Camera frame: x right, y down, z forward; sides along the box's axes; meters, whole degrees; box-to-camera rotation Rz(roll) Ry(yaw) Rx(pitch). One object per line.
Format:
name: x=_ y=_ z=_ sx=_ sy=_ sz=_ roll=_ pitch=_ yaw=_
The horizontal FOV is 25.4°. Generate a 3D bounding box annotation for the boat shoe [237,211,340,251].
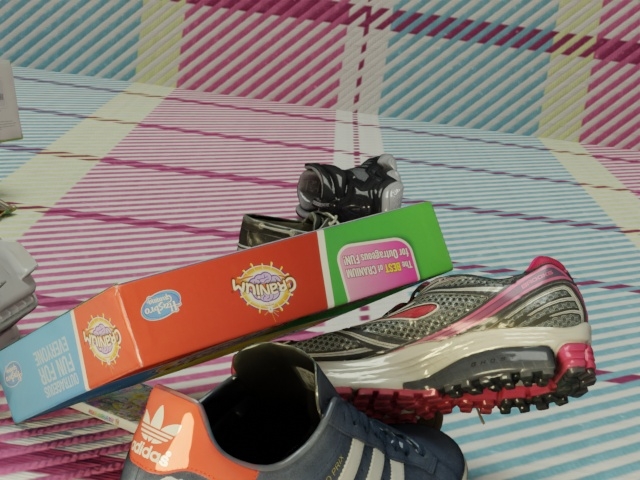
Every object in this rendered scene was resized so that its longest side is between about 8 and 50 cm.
boat shoe: x=0.000 y=0.000 z=1.871 sx=0.219 sy=0.070 sz=0.078 roll=3 pitch=13 yaw=-20

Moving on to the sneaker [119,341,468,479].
sneaker: x=0.000 y=0.145 z=1.035 sx=0.131 sy=0.148 sz=0.350 roll=16 pitch=13 yaw=36

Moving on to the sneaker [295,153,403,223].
sneaker: x=0.039 y=-0.084 z=2.194 sx=0.153 sy=0.101 sz=0.268 roll=9 pitch=15 yaw=-6

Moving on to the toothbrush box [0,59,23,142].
toothbrush box: x=-0.597 y=-0.174 z=1.994 sx=0.283 sy=0.122 sz=0.206 roll=-7 pitch=5 yaw=22

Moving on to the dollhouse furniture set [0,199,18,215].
dollhouse furniture set: x=-0.494 y=-0.053 z=1.918 sx=0.152 sy=0.058 sz=0.076 roll=29 pitch=8 yaw=8

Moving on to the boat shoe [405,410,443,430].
boat shoe: x=0.011 y=0.148 z=1.267 sx=0.190 sy=0.068 sz=0.072 roll=14 pitch=-3 yaw=-5

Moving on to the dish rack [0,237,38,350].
dish rack: x=-0.357 y=-0.023 z=1.276 sx=0.285 sy=0.072 sz=0.333 roll=50 pitch=-1 yaw=-4

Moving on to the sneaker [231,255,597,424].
sneaker: x=0.073 y=0.091 z=1.182 sx=0.299 sy=0.112 sz=0.121 roll=-7 pitch=-26 yaw=7

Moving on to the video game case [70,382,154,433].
video game case: x=-0.160 y=0.147 z=1.254 sx=0.122 sy=0.011 sz=0.087 roll=15 pitch=15 yaw=32

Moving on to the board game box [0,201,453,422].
board game box: x=-0.082 y=0.060 z=1.196 sx=0.316 sy=0.064 sz=0.242 roll=-15 pitch=-7 yaw=-37
